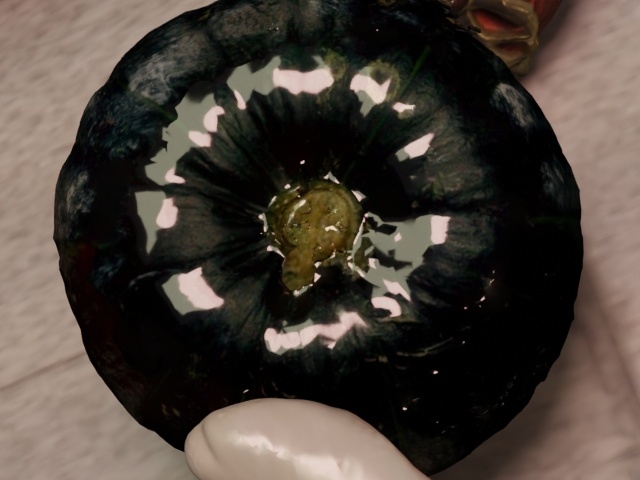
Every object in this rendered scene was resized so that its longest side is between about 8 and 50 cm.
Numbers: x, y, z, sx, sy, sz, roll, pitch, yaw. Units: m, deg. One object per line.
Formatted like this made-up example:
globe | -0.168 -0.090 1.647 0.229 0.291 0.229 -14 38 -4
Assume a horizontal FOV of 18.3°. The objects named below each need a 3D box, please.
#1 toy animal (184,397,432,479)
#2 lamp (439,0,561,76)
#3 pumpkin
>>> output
toy animal | -0.050 0.223 0.742 0.265 0.271 0.206 -30 53 -28
lamp | 0.060 -0.177 0.998 0.215 0.151 0.223 -22 56 9
pumpkin | 0.000 0.000 0.868 0.233 0.163 0.233 0 89 1
